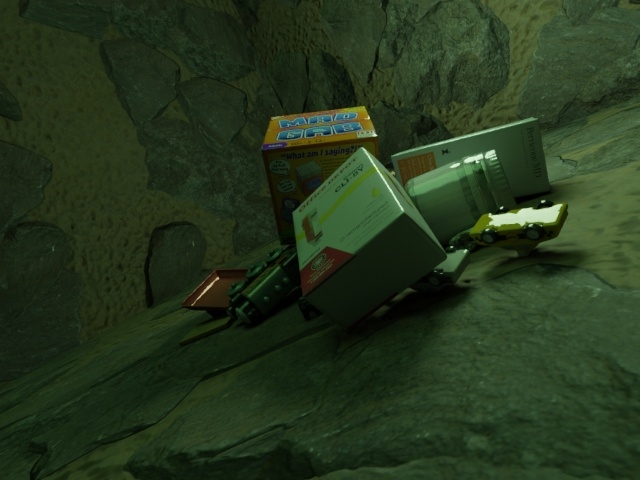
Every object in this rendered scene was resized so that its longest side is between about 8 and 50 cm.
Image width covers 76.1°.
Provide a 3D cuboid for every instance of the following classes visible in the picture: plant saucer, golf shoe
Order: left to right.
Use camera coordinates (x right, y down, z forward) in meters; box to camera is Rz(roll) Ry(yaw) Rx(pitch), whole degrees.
[{"bbox_3d":[-0.370,0.197,1.604,0.259,0.047,0.259,-3,27,24],"label":"plant saucer"},{"bbox_3d":[0.419,-0.021,1.055,0.176,0.069,0.086,-21,3,21],"label":"golf shoe"}]

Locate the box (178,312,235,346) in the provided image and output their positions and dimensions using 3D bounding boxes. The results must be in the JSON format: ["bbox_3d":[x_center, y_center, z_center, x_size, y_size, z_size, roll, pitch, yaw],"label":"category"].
[{"bbox_3d":[-0.395,0.311,1.496,0.201,0.021,0.164,-24,8,12],"label":"box"}]

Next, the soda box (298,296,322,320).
[{"bbox_3d":[0.025,0.156,1.119,0.169,0.053,0.060,-25,9,3],"label":"soda box"}]

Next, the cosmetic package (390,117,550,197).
[{"bbox_3d":[0.493,-0.237,1.375,0.454,0.229,0.161,-11,11,25],"label":"cosmetic package"}]

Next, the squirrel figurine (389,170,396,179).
[{"bbox_3d":[0.186,-0.137,1.808,0.371,0.280,0.397,-36,9,-24],"label":"squirrel figurine"}]

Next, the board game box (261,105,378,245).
[{"bbox_3d":[0.012,-0.239,1.464,0.357,0.355,0.356,-6,33,3],"label":"board game box"}]

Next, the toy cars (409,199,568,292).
[{"bbox_3d":[0.338,0.031,0.896,0.394,0.087,0.176,-28,19,14],"label":"toy cars"}]

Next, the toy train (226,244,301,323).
[{"bbox_3d":[-0.170,0.143,1.379,0.334,0.142,0.190,-43,21,-21],"label":"toy train"}]

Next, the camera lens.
[{"bbox_3d":[0.390,-0.112,1.160,0.275,0.219,0.219,-21,9,26],"label":"camera lens"}]

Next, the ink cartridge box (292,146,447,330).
[{"bbox_3d":[0.087,-0.024,0.992,0.279,0.160,0.384,-42,28,17],"label":"ink cartridge box"}]

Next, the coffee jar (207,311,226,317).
[{"bbox_3d":[-0.378,0.243,1.669,0.185,0.078,0.096,-28,16,-27],"label":"coffee jar"}]

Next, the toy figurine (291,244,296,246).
[{"bbox_3d":[0.000,0.000,1.643,0.210,0.213,0.148,-25,20,30],"label":"toy figurine"}]
